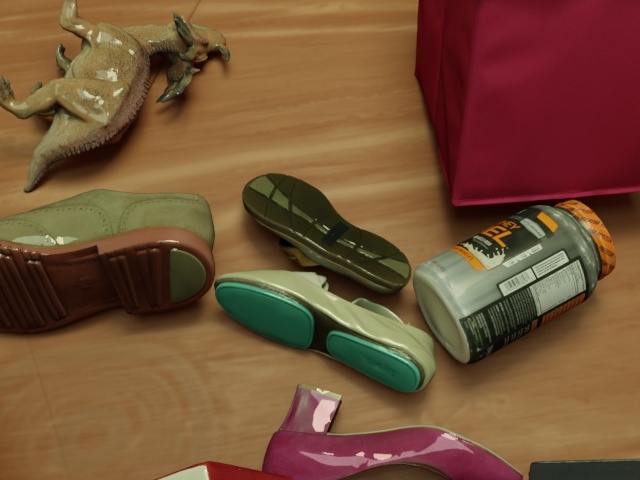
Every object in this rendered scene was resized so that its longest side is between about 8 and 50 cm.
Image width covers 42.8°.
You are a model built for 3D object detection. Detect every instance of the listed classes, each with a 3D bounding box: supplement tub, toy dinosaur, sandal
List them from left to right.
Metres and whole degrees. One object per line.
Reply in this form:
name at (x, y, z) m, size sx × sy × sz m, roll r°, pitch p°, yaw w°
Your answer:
toy dinosaur at (-0.242, -0.180, 0.955) m, size 0.200 × 0.127 × 0.295 m, roll 24°, pitch 74°, yaw 3°
sandal at (0.000, 0.000, 0.904) m, size 0.219 × 0.060 × 0.090 m, roll 31°, pitch 42°, yaw 15°
supplement tub at (0.203, 0.038, 0.857) m, size 0.191 × 0.117 × 0.117 m, roll -27°, pitch 69°, yaw -12°

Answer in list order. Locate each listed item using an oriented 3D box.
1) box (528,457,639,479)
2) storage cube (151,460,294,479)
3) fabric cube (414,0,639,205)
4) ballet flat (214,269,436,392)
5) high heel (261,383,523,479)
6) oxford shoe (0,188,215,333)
box at (0.308, 0.333, 0.589) m, size 0.179 × 0.343 × 0.312 m, roll 25°, pitch 66°, yaw -21°
storage cube at (-0.115, 0.305, 0.675) m, size 0.184 × 0.193 × 0.214 m, roll -19°, pitch 66°, yaw 12°
fabric cube at (0.247, -0.222, 0.859) m, size 0.254 × 0.258 × 0.259 m, roll -6°, pitch 47°, yaw -2°
ballet flat at (0.009, 0.082, 0.868) m, size 0.249 × 0.086 × 0.086 m, roll 25°, pitch 69°, yaw 9°
high heel at (0.066, 0.229, 0.793) m, size 0.244 × 0.082 × 0.117 m, roll 18°, pitch 70°, yaw 7°
oxford shoe at (-0.283, 0.014, 0.890) m, size 0.349 × 0.123 × 0.130 m, roll -2°, pitch 40°, yaw 0°
